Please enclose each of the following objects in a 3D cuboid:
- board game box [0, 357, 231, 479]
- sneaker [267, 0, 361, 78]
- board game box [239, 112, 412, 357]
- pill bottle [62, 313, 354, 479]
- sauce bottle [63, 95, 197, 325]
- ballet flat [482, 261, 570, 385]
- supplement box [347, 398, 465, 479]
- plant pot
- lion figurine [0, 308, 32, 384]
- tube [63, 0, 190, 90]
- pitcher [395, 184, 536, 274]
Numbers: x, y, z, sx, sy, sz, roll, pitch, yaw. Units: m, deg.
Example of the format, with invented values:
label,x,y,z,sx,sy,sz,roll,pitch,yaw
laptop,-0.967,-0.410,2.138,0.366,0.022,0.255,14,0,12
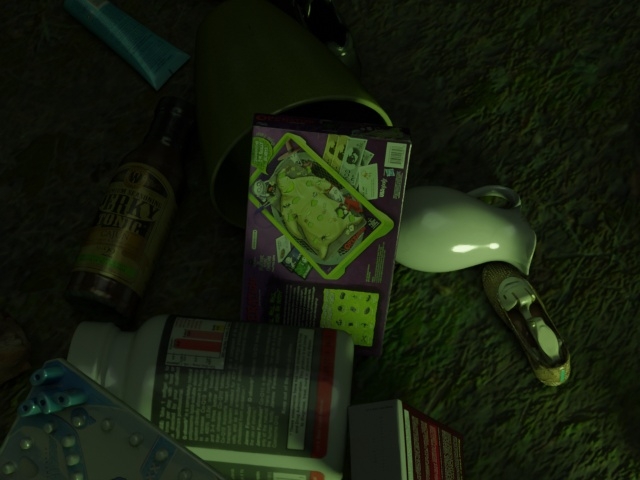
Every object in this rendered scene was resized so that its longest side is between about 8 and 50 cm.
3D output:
label,x,y,z,sx,sy,sz,roll,pitch,yaw
board game box,-0.277,0.406,1.440,0.390,0.050,0.390,32,100,17
sneaker,-0.031,-0.373,1.860,0.109,0.130,0.286,-37,73,-14
board game box,0.000,0.000,1.611,0.208,0.347,0.056,4,31,-4
pill bottle,-0.144,0.206,1.566,0.362,0.210,0.210,5,67,0
sauce bottle,-0.263,-0.051,1.724,0.111,0.111,0.344,16,67,4
ballet flat,0.301,0.109,1.707,0.073,0.067,0.206,-27,71,-12
supplement box,0.117,0.294,1.528,0.073,0.239,0.130,-12,65,24
plant pot,-0.073,-0.213,1.739,0.274,0.275,0.294,-18,57,-10
lion figurine,-0.587,0.075,1.636,0.392,0.142,0.240,45,39,21
tube,-0.310,-0.325,1.872,0.207,0.052,0.080,38,75,7
pitcher,0.200,-0.029,1.743,0.207,0.126,0.178,5,35,-2
